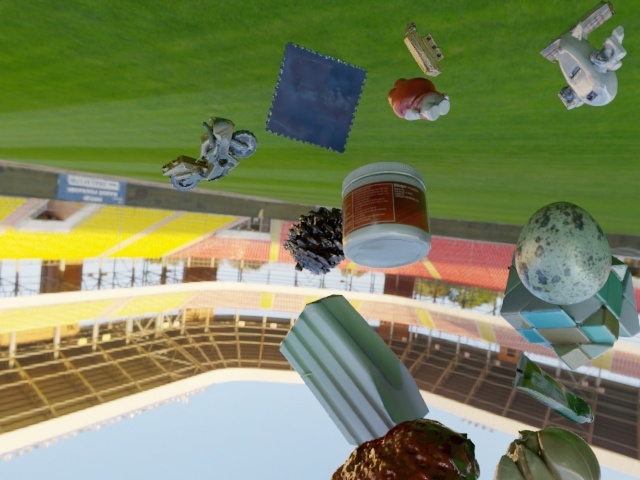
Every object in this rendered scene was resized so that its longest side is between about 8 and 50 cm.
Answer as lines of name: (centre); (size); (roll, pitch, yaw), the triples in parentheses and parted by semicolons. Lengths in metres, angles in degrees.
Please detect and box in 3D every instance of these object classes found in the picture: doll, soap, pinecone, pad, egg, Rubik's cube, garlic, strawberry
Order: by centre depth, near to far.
egg: (0.377, 0.020, 0.677); (0.132, 0.172, 0.132); (-12, -156, 6)
strawberry: (0.139, 0.437, 0.714); (0.277, 0.257, 0.257); (-12, 180, 8)
Rubik's cube: (0.524, 0.121, 0.912); (0.213, 0.265, 0.224); (39, 150, -21)
soap: (0.071, 0.305, 0.998); (0.115, 0.208, 0.347); (-16, -125, -45)
garlic: (0.557, 0.586, 1.098); (0.281, 0.203, 0.184); (-32, 154, -3)
pad: (-0.011, -0.422, 1.304); (0.270, 0.269, 0.012); (14, -166, -19)
doll: (0.316, -0.480, 1.458); (0.161, 0.130, 0.290); (-32, -142, -4)
pinecone: (0.000, 0.000, 1.506); (0.224, 0.272, 0.224); (39, 163, 14)

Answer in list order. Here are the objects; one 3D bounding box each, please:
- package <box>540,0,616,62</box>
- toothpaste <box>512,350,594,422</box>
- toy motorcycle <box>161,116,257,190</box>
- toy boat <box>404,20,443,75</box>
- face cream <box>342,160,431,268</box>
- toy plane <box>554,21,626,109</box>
package: (0.785, -0.636, 1.319); (0.204, 0.062, 0.251); (-40, 178, 39)
toothpaste: (0.493, 0.323, 0.909); (0.248, 0.078, 0.047); (34, 155, -18)
toy motorcycle: (-0.263, -0.203, 0.991); (0.229, 0.094, 0.130); (-29, 145, 6)
toy boat: (0.352, -0.651, 1.462); (0.077, 0.200, 0.057); (-38, -170, 0)
face cream: (0.150, -0.052, 1.005); (0.201, 0.187, 0.201); (1, 154, 0)
toy plane: (0.739, -0.480, 1.194); (0.117, 0.244, 0.245); (-15, -172, -12)
